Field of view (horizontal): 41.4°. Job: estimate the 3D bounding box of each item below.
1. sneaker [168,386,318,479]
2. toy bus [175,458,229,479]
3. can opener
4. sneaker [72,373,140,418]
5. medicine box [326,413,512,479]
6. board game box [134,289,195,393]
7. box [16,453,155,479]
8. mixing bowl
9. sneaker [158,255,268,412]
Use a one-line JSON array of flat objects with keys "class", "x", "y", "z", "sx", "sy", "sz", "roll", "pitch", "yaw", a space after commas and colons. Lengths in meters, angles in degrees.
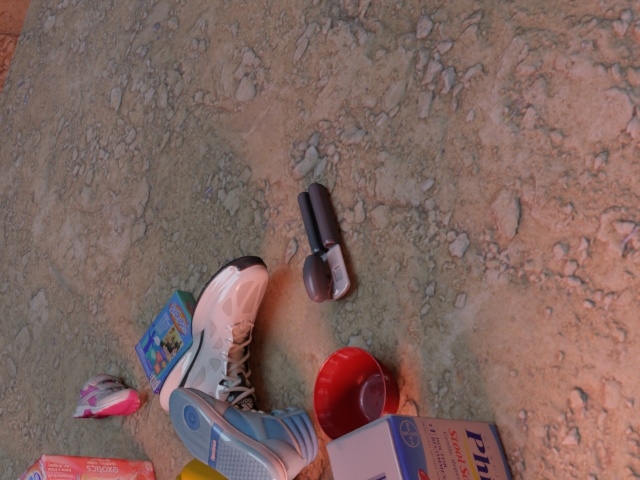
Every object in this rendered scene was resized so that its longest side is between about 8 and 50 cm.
[{"class": "sneaker", "x": -0.143, "y": 0.378, "z": 1.713, "sx": 0.319, "sy": 0.208, "sz": 0.127, "roll": 33, "pitch": 124, "yaw": 28}, {"class": "toy bus", "x": -0.184, "y": 0.530, "z": 1.756, "sx": 0.332, "sy": 0.108, "sz": 0.130, "roll": 8, "pitch": 119, "yaw": 45}, {"class": "can opener", "x": 0.000, "y": 0.000, "z": 1.789, "sx": 0.074, "sy": 0.093, "sz": 0.280, "roll": -35, "pitch": 51, "yaw": 33}, {"class": "sneaker", "x": -0.561, "y": 0.400, "z": 2.205, "sx": 0.252, "sy": 0.103, "sz": 0.111, "roll": -16, "pitch": 69, "yaw": 40}, {"class": "medicine box", "x": 0.180, "y": 0.428, "z": 1.337, "sx": 0.149, "sy": 0.289, "sz": 0.263, "roll": -35, "pitch": 56, "yaw": 35}, {"class": "board game box", "x": -0.367, "y": 0.252, "z": 2.097, "sx": 0.210, "sy": 0.047, "sz": 0.160, "roll": -52, "pitch": 48, "yaw": 21}, {"class": "box", "x": -0.545, "y": 0.605, "z": 1.987, "sx": 0.154, "sy": 0.300, "sz": 0.142, "roll": -43, "pitch": 50, "yaw": 26}, {"class": "mixing bowl", "x": 0.084, "y": 0.297, "z": 1.606, "sx": 0.181, "sy": 0.098, "sz": 0.181, "roll": -15, "pitch": 68, "yaw": 42}, {"class": "sneaker", "x": -0.174, "y": 0.270, "z": 1.852, "sx": 0.257, "sy": 0.169, "sz": 0.447, "roll": 40, "pitch": 115, "yaw": 34}]
